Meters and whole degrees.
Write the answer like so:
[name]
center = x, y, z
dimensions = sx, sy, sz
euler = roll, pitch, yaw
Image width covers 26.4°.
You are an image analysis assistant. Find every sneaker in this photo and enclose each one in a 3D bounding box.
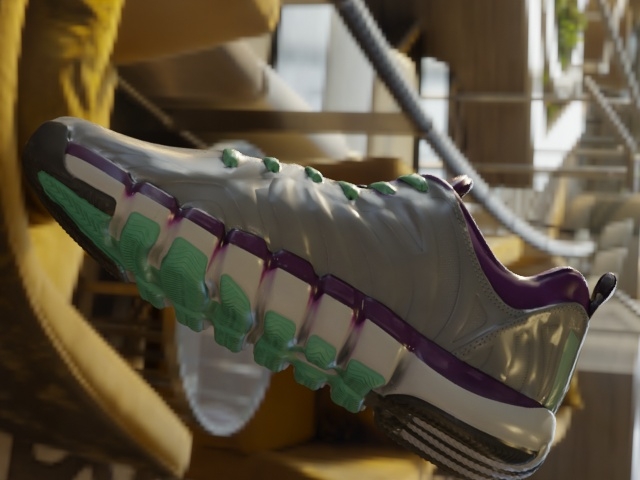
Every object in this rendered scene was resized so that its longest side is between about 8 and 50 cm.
[sneaker]
center = 0.000, 0.000, 0.522
dimensions = 0.098, 0.224, 0.083
euler = -59, -179, -20
